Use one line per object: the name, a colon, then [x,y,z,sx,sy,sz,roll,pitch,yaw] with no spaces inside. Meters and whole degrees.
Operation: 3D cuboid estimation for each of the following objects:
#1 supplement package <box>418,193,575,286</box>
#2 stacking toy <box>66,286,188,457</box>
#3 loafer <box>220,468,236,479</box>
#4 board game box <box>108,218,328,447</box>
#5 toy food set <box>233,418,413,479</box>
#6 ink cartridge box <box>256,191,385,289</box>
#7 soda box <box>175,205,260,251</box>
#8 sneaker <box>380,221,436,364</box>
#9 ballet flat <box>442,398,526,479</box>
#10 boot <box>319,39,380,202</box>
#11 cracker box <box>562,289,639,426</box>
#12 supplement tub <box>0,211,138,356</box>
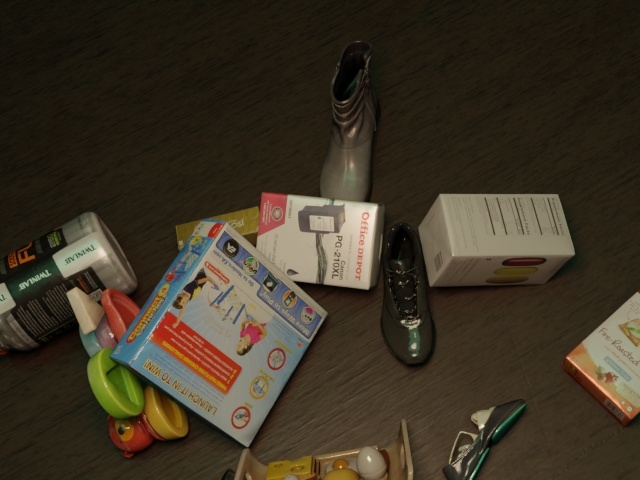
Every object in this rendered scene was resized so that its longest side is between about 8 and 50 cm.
supplement package: [0.331,0.000,1.618,0.244,0.139,0.133,-1,63,-13]
stacking toy: [-0.398,0.244,1.575,0.130,0.279,0.308,-30,67,8]
loafer: [-0.171,0.501,1.538,0.061,0.062,0.170,17,70,-8]
board game box: [-0.175,0.171,1.562,0.086,0.308,0.301,7,59,51]
toy food set: [0.005,0.387,1.465,0.306,0.219,0.092,-10,101,4]
ink cartridge box: [0.000,0.000,1.696,0.237,0.100,0.171,6,92,11]
soda box: [-0.207,-0.014,1.789,0.182,0.058,0.061,-13,63,2]
sneaker: [0.159,0.097,1.639,0.109,0.130,0.286,-9,64,4]
ballet flat: [0.288,0.352,1.529,0.074,0.074,0.203,34,76,22]
boot: [0.050,-0.229,1.762,0.118,0.222,0.338,2,64,9]
cracker box: [0.582,0.203,1.557,0.232,0.067,0.156,-39,65,-12]
supplement tub: [-0.548,0.094,1.713,0.316,0.193,0.193,-30,64,-7]
